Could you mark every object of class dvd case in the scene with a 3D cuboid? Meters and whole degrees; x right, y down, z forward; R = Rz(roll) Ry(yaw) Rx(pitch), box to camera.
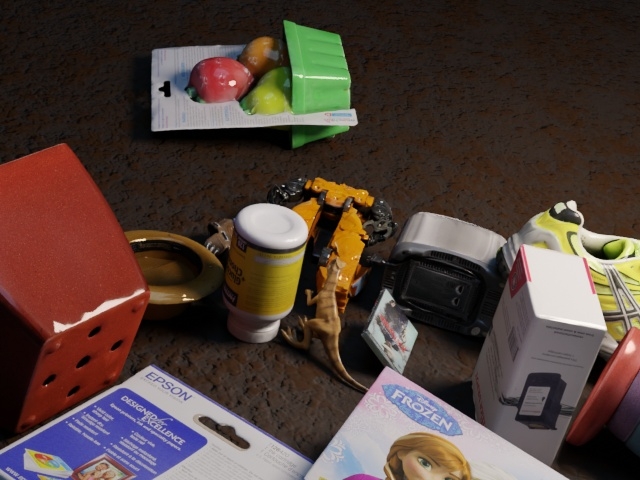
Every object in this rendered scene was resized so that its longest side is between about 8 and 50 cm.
[{"bbox_3d":[0.099,0.133,2.003,0.087,0.013,0.119,54,31,-15],"label":"dvd case"}]

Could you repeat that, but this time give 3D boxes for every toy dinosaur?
[{"bbox_3d":[0.008,0.127,1.970,0.064,0.112,0.211,9,67,-46],"label":"toy dinosaur"}]

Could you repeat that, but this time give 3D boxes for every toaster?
[{"bbox_3d":[0.186,0.044,2.117,0.227,0.129,0.146,17,28,5],"label":"toaster"}]

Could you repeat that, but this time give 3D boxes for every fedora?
[{"bbox_3d":[-0.234,0.059,1.994,0.194,0.079,0.194,10,30,-6],"label":"fedora"}]

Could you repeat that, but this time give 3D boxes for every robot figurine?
[{"bbox_3d":[0.000,0.000,2.162,0.211,0.085,0.291,16,33,6],"label":"robot figurine"}]

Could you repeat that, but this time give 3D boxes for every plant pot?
[{"bbox_3d":[-0.372,0.079,1.770,0.236,0.267,0.267,42,41,20],"label":"plant pot"}]

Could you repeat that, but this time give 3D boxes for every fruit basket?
[{"bbox_3d":[-0.125,-0.269,2.520,0.353,0.165,0.327,-8,34,-2],"label":"fruit basket"}]

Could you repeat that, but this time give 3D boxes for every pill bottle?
[{"bbox_3d":[-0.081,0.049,1.962,0.103,0.184,0.103,9,32,-5],"label":"pill bottle"}]

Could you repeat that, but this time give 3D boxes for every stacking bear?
[{"bbox_3d":[0.504,0.251,1.874,0.289,0.164,0.175,31,58,10],"label":"stacking bear"}]

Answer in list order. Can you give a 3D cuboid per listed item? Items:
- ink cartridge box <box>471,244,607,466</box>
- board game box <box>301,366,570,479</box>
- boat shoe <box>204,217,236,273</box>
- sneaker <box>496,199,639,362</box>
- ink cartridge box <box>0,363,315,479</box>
[{"bbox_3d":[0.285,0.154,1.873,0.100,0.237,0.172,11,32,-7],"label":"ink cartridge box"},{"bbox_3d":[0.142,0.327,1.659,0.319,0.066,0.318,31,35,8],"label":"board game box"},{"bbox_3d":[-0.141,0.023,2.105,0.066,0.066,0.183,2,23,-8],"label":"boat shoe"},{"bbox_3d":[0.441,0.087,2.036,0.385,0.147,0.145,31,27,-19],"label":"sneaker"},{"bbox_3d":[-0.188,0.293,1.654,0.304,0.072,0.307,28,30,25],"label":"ink cartridge box"}]
